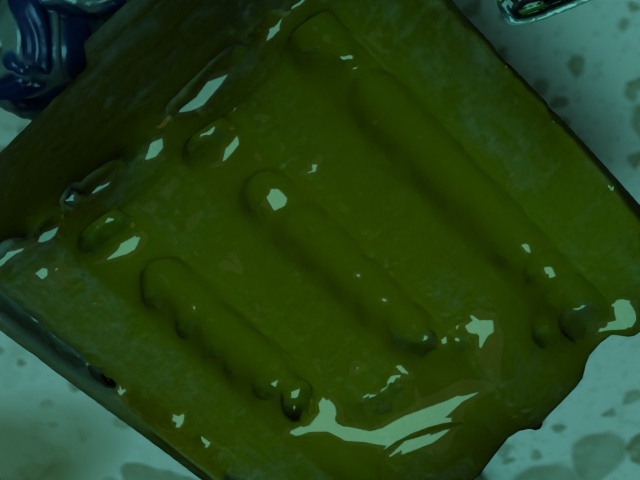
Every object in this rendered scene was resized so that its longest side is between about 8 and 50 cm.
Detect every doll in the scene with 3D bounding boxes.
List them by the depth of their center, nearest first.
[{"bbox_3d":[-0.129,-0.093,0.875,0.227,0.057,0.114,14,132,-19],"label":"doll"}]

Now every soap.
[{"bbox_3d":[0.000,0.000,0.855,0.259,0.143,0.281,-42,125,6],"label":"soap"}]

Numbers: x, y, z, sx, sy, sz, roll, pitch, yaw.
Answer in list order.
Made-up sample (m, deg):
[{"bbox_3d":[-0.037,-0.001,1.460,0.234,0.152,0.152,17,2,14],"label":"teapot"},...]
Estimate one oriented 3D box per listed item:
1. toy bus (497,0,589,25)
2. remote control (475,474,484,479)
[{"bbox_3d":[0.084,-0.196,0.769,0.088,0.101,0.175,-22,119,18],"label":"toy bus"},{"bbox_3d":[0.048,0.165,1.079,0.103,0.055,0.277,-24,121,18],"label":"remote control"}]
